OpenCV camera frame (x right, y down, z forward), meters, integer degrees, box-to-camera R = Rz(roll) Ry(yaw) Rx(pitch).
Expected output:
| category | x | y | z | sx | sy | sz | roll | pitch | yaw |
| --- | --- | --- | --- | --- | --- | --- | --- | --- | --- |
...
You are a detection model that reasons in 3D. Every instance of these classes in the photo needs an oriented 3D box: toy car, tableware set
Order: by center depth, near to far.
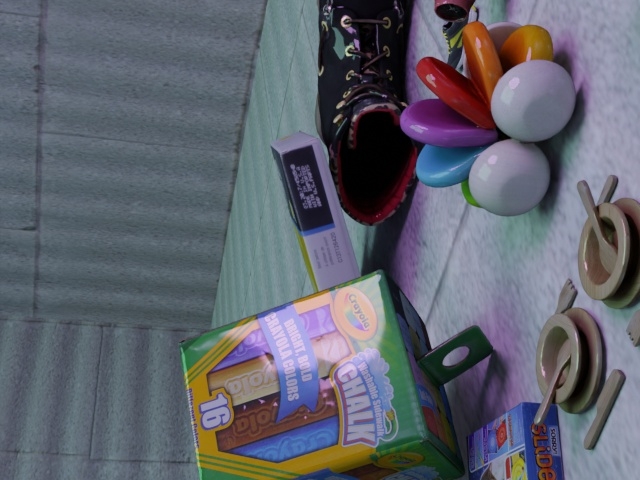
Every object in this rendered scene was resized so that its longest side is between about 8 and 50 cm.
| category | x | y | z | sx | sy | sz | roll | pitch | yaw |
| --- | --- | --- | --- | --- | --- | --- | --- | --- | --- |
| tableware set | 0.206 | 0.053 | 0.772 | 0.128 | 0.039 | 0.194 | -103 | 21 | -56 |
| toy car | 0.144 | -0.118 | 0.910 | 0.159 | 0.136 | 0.182 | -105 | 24 | -59 |

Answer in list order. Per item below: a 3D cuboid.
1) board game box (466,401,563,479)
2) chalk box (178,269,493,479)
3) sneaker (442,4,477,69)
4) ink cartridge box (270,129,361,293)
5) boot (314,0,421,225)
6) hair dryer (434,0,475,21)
| category | x | y | z | sx | sy | sz | roll | pitch | yaw |
| --- | --- | --- | --- | --- | --- | --- | --- | --- | --- |
| board game box | 0.171 | 0.257 | 0.853 | 0.136 | 0.035 | 0.201 | 120 | 153 | -63 |
| chalk box | 0.034 | 0.160 | 0.974 | 0.180 | 0.289 | 0.179 | 49 | -155 | -58 |
| sneaker | 0.158 | -0.241 | 1.152 | 0.031 | 0.035 | 0.083 | -102 | 21 | -58 |
| ink cartridge box | 0.000 | 0.000 | 1.381 | 0.307 | 0.072 | 0.303 | -134 | 26 | -80 |
| boot | 0.064 | -0.233 | 1.344 | 0.284 | 0.138 | 0.377 | -99 | 15 | -55 |
| hair dryer | 0.155 | -0.372 | 0.991 | 0.223 | 0.080 | 0.293 | -53 | -28 | -66 |
